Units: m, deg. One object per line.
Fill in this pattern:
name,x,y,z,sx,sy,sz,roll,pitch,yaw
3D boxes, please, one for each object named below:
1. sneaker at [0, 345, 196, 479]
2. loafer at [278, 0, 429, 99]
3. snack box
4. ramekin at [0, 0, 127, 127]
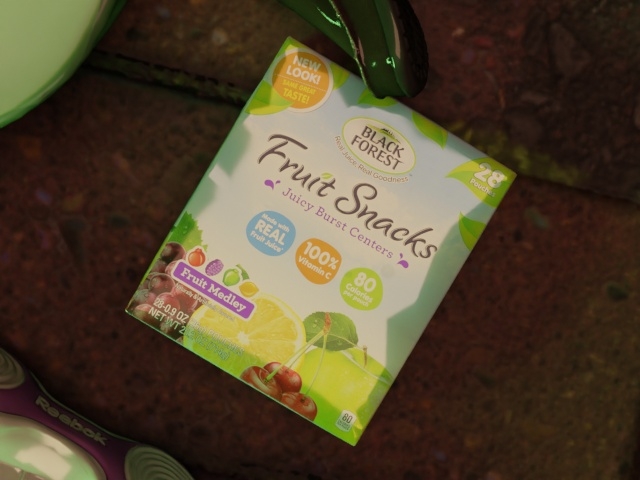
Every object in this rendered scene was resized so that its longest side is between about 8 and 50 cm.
sneaker,-0.181,0.184,0.816,0.305,0.114,0.152,36,105,2
loafer,-0.002,-0.173,0.796,0.078,0.080,0.220,-31,68,11
snack box,0.000,0.000,0.818,0.174,0.070,0.207,30,89,-2
ramekin,-0.246,-0.198,0.716,0.303,0.148,0.303,-4,112,-9
